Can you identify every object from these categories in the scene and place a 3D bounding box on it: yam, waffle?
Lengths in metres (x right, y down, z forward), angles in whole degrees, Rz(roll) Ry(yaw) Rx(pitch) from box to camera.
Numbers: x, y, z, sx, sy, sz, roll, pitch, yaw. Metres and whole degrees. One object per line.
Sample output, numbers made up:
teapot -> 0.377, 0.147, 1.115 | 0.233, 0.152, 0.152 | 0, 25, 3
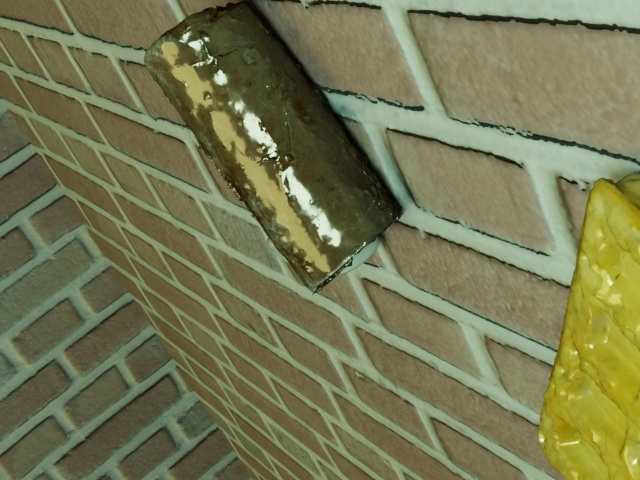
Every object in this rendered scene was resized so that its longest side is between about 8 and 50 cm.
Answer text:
yam -> -0.038, -0.090, 0.939 | 0.280, 0.131, 0.131 | 54, 161, -6
waffle -> 0.225, 0.101, 0.661 | 0.168, 0.057, 0.274 | 54, 154, 42

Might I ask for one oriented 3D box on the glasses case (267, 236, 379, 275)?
glasses case -> 0.000, 0.000, 1.095 | 0.045, 0.067, 0.178 | 57, 161, -23
